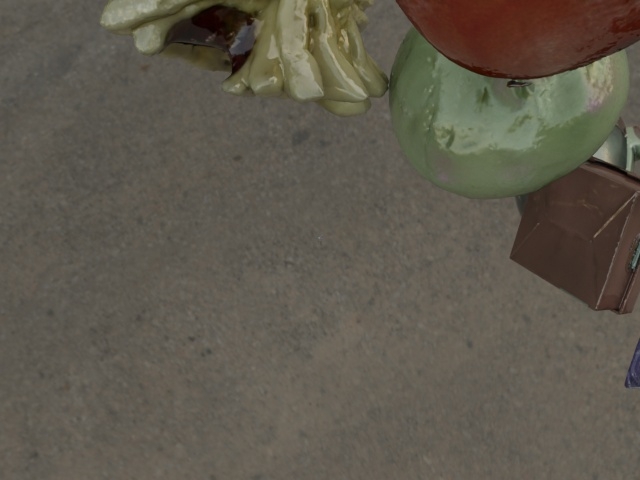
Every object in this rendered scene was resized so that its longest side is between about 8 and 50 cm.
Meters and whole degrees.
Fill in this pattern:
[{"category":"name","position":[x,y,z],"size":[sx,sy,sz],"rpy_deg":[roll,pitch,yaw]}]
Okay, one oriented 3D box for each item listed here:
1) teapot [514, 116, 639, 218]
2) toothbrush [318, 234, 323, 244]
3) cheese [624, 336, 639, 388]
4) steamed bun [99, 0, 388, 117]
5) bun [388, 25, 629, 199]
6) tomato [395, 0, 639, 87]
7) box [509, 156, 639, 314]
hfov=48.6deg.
[{"category":"teapot","position":[0.539,-0.114,1.410],"size":[0.315,0.233,0.312],"rpy_deg":[-8,44,25]},{"category":"toothbrush","position":[0.000,0.000,1.217],"size":[0.006,0.097,0.008],"rpy_deg":[39,84,4]},{"category":"cheese","position":[0.588,0.225,1.143],"size":[0.191,0.042,0.105],"rpy_deg":[15,85,55]},{"category":"steamed bun","position":[-0.045,-0.236,0.836],"size":[0.247,0.428,0.189],"rpy_deg":[1,99,30]},{"category":"bun","position":[0.194,-0.190,0.799],"size":[0.283,0.179,0.283],"rpy_deg":[-12,65,27]},{"category":"tomato","position":[0.156,-0.290,0.517],"size":[0.338,0.144,0.338],"rpy_deg":[3,95,34]},{"category":"box","position":[0.425,-0.018,1.141],"size":[0.086,0.215,0.215],"rpy_deg":[-1,24,-29]}]
